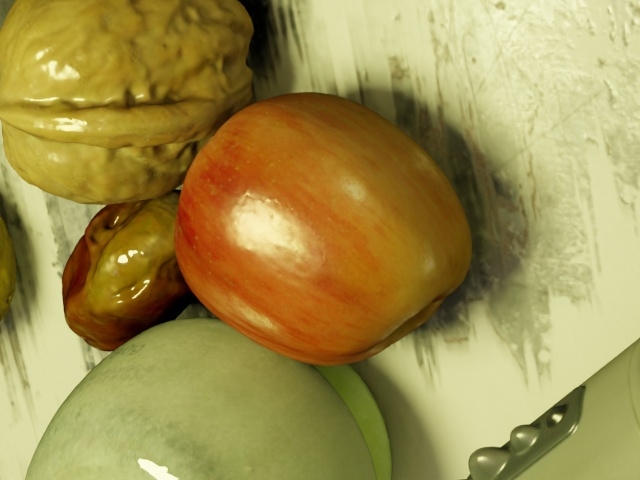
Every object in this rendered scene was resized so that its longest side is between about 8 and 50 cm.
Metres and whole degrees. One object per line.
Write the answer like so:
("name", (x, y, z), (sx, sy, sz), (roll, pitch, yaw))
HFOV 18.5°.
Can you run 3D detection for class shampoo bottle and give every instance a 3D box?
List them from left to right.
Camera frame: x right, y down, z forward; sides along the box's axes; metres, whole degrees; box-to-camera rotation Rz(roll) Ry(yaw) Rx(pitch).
("shampoo bottle", (-0.108, 0.237, 1.839), (0.322, 0.317, 0.322), (11, 112, 30))

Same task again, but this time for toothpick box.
("toothpick box", (0.244, 0.223, 1.672), (0.229, 0.229, 0.316), (51, 128, 5))

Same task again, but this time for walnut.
("walnut", (-0.186, -0.146, 1.778), (0.257, 0.257, 0.224), (14, 117, 27))

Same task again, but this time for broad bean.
("broad bean", (-0.182, 0.027, 1.890), (0.122, 0.156, 0.228), (52, 155, 11))

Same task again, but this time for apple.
("apple", (0.000, 0.000, 1.730), (0.241, 0.242, 0.242), (39, 124, 14))

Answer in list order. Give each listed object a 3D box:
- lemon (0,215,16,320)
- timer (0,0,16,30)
("lemon", (-0.417, 0.033, 2.034), (0.231, 0.192, 0.192), (-20, 98, 49))
("timer", (-0.309, -0.260, 1.925), (0.191, 0.069, 0.208), (-14, 100, 33))
